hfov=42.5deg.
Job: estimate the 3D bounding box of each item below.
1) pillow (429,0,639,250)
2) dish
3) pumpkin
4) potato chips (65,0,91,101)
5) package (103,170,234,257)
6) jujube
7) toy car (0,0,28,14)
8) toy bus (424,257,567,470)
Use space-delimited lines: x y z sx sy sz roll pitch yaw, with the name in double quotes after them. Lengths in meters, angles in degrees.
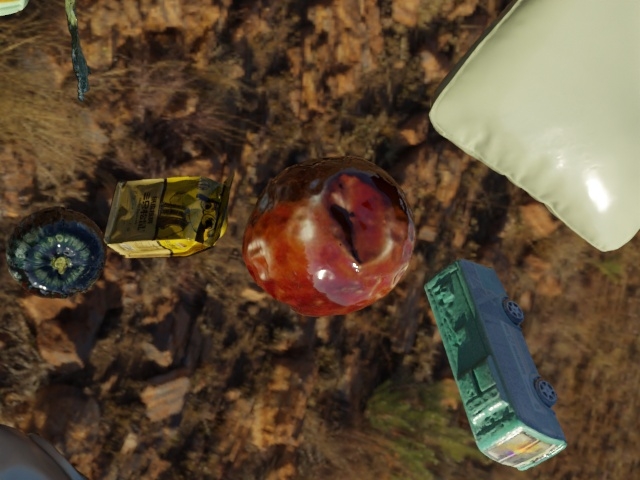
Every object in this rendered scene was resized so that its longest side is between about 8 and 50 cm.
0.291 -0.174 0.792 0.322 0.255 0.120 -53 -175 22 "pillow"
-0.358 0.345 1.053 0.124 0.324 0.324 -37 129 -35 "dish"
-0.629 0.032 1.973 0.233 0.163 0.233 -9 113 -21 "pumpkin"
-0.381 -0.324 1.293 0.028 0.092 0.207 -7 135 -15 "potato chips"
-0.137 -0.023 0.783 0.047 0.131 0.071 55 35 -57 "package"
0.000 0.000 0.836 0.168 0.236 0.168 2 82 -14 "jujube"
-0.255 -0.216 0.610 0.093 0.186 0.058 -1 130 -20 "toy car"
0.211 0.148 1.022 0.109 0.091 0.262 21 39 -37 "toy bus"
